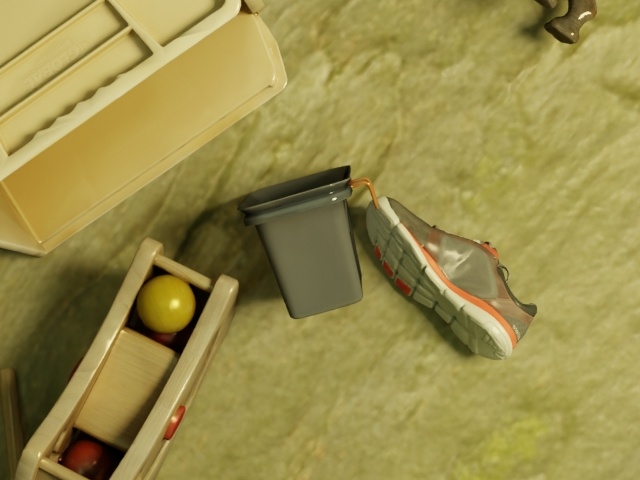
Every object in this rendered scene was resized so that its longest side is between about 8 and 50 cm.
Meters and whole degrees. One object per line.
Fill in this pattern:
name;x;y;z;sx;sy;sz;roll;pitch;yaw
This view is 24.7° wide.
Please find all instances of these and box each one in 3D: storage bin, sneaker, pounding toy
storage bin;-0.159;-0.117;1.036;0.260;0.262;0.123;-34;83;2
storage bin;0.000;0.000;1.090;0.098;0.135;0.091;-16;98;3
sneaker;0.101;0.020;1.123;0.158;0.061;0.065;47;64;4
pounding toy;-0.182;0.119;1.079;0.154;0.154;0.270;26;89;5

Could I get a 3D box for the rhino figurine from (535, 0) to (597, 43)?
rhino figurine;0.128;-0.263;1.115;0.243;0.073;0.106;38;81;7
